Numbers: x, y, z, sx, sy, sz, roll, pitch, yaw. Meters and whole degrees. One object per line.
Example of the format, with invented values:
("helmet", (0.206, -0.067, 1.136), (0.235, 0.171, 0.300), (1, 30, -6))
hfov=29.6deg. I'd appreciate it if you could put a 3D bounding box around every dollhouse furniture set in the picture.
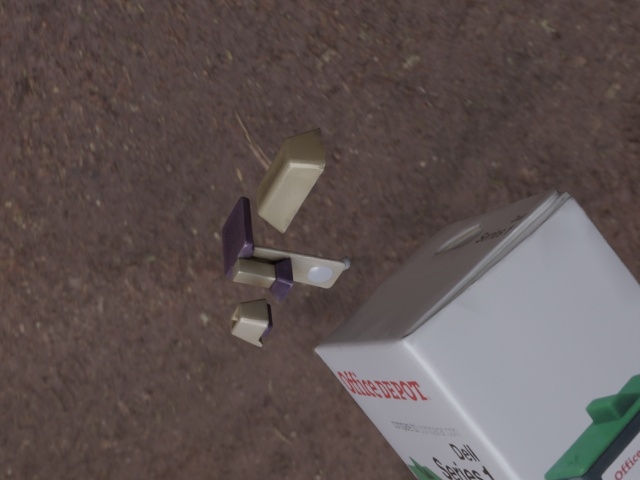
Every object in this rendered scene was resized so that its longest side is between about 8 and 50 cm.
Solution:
("dollhouse furniture set", (0.000, 0.000, 0.734), (0.081, 0.091, 0.114), (12, 136, -22))

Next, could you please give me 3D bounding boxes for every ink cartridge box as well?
("ink cartridge box", (0.109, 0.098, 0.511), (0.092, 0.160, 0.219), (-39, 92, -13))
